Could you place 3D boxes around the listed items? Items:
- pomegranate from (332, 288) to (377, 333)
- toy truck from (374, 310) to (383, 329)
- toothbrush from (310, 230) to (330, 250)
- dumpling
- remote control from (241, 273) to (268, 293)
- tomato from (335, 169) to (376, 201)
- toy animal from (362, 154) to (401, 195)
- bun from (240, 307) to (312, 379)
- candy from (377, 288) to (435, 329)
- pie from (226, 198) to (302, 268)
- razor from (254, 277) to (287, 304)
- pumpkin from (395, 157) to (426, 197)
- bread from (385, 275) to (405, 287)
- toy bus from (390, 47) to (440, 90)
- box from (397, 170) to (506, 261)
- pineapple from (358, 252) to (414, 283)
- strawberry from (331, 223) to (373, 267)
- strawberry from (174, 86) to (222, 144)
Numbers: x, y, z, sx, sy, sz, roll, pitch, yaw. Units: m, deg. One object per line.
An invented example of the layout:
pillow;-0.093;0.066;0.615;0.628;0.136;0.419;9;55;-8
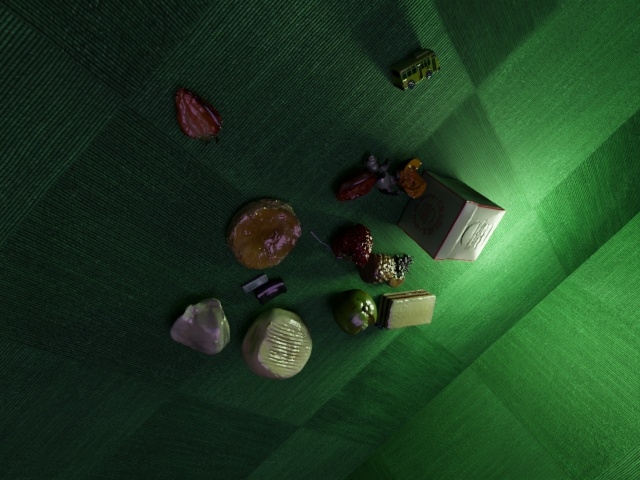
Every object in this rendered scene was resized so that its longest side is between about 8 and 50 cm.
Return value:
pomegranate;0.161;0.380;2.178;0.236;0.235;0.302;-11;160;-22
toy truck;0.323;0.450;2.396;0.074;0.063;0.136;-53;129;-9
toothbrush;0.000;0.000;1.931;0.017;0.014;0.162;-54;132;-11
dumpling;-0.522;0.404;1.816;0.243;0.187;0.318;-5;127;-30
remote control;-0.299;0.196;1.904;0.125;0.018;0.053;-30;130;-7
tomato;0.140;-0.242;1.777;0.174;0.082;0.166;-18;162;-14
toy animal;0.263;-0.286;1.807;0.225;0.121;0.093;40;68;-42
bun;-0.219;0.494;2.031;0.361;0.213;0.360;-4;96;-35
candy;0.483;0.387;2.361;0.321;0.135;0.179;-3;103;-25
pie;-0.234;-0.022;1.742;0.340;0.083;0.339;-13;128;-17
razor;-0.231;0.234;1.942;0.148;0.054;0.090;-29;131;-9
pumpkin;0.396;-0.289;1.880;0.119;0.108;0.183;-30;124;-16
bread;0.397;0.213;2.265;0.113;0.060;0.082;16;113;-33
toy bus;0.366;-0.664;1.611;0.175;0.088;0.101;-31;130;-4
box;0.618;-0.108;1.993;0.300;0.312;0.314;5;120;-33
pineapple;0.359;0.138;2.139;0.341;0.169;0.169;-1;122;-36
strawberry;0.157;0.012;1.928;0.184;0.187;0.201;31;76;-17
strawberry;-0.400;-0.407;1.378;0.192;0.085;0.140;33;120;-19
